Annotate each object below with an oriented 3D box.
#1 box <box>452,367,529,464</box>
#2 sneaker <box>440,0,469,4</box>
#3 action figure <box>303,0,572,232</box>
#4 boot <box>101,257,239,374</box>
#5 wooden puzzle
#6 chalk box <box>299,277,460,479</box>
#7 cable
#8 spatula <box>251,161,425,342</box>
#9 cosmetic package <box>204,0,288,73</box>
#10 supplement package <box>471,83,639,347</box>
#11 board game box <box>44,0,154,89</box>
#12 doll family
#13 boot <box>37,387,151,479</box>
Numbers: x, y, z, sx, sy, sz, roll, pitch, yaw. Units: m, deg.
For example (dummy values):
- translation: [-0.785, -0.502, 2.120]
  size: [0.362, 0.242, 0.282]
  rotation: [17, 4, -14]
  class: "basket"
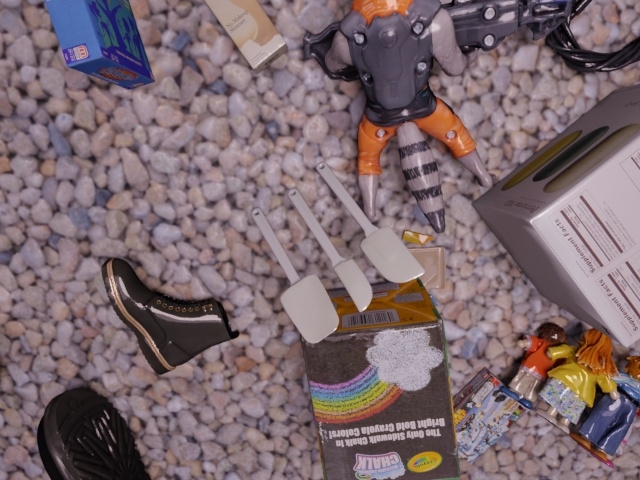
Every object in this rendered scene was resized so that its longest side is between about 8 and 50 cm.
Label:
- translation: [0.259, 0.289, 0.715]
  size: [0.094, 0.027, 0.137]
  rotation: [42, 98, -9]
  class: "box"
- translation: [0.250, -0.384, 0.523]
  size: [0.102, 0.161, 0.282]
  rotation: [37, 100, -8]
  class: "sneaker"
- translation: [0.146, -0.195, 0.533]
  size: [0.340, 0.179, 0.331]
  rotation: [-11, 119, 19]
  class: "action figure"
- translation: [-0.224, 0.094, 0.663]
  size: [0.136, 0.077, 0.198]
  rotation: [-23, 113, 0]
  class: "boot"
- translation: [0.158, 0.043, 0.677]
  size: [0.078, 0.014, 0.117]
  rotation: [4, 100, 4]
  class: "wooden puzzle"
- translation: [0.085, 0.224, 0.623]
  size: [0.180, 0.179, 0.289]
  rotation: [-7, 102, 5]
  class: "chalk box"
- translation: [0.402, -0.312, 0.593]
  size: [0.184, 0.047, 0.151]
  rotation: [-19, 100, 4]
  class: "cable"
- translation: [0.000, 0.000, 0.578]
  size: [0.168, 0.019, 0.242]
  rotation: [-35, 55, 1]
  class: "spatula"
- translation: [-0.102, -0.298, 0.598]
  size: [0.060, 0.041, 0.115]
  rotation: [-37, 99, 7]
  class: "cosmetic package"
- translation: [0.389, -0.048, 0.564]
  size: [0.262, 0.199, 0.198]
  rotation: [-39, 98, 7]
  class: "supplement package"
- translation: [-0.287, -0.310, 0.536]
  size: [0.047, 0.160, 0.211]
  rotation: [-15, 101, 2]
  class: "board game box"
- translation: [0.420, 0.227, 0.648]
  size: [0.262, 0.118, 0.163]
  rotation: [36, 84, -6]
  class: "doll family"
- translation: [-0.421, 0.428, 0.689]
  size: [0.259, 0.131, 0.348]
  rotation: [-21, 100, 4]
  class: "boot"
